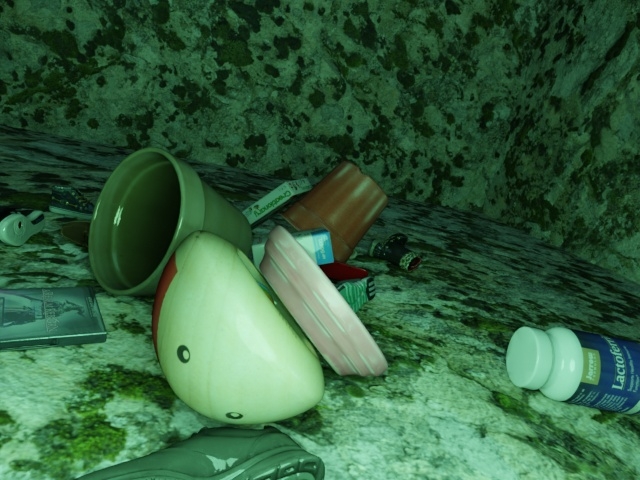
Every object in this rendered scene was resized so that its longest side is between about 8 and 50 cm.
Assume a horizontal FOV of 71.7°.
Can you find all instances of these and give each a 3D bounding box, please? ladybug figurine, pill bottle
[{"bbox_3d":[-0.136,0.134,0.683,0.305,0.162,0.449,53,-6,-7],"label":"ladybug figurine"},{"bbox_3d":[0.542,0.265,0.921,0.265,0.153,0.153,11,15,-3],"label":"pill bottle"}]

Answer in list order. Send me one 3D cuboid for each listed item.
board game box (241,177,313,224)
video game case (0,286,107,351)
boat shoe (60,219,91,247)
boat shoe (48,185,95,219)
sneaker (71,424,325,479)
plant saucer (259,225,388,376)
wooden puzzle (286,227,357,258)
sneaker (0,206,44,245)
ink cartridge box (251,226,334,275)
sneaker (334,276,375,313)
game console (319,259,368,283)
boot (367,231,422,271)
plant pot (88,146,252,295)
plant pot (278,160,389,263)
[{"bbox_3d":[-0.184,-0.102,1.471,0.053,0.306,0.193,58,21,-1],"label":"board game box"},{"bbox_3d":[-0.538,0.134,0.772,0.275,0.026,0.196,1,19,-35],"label":"video game case"},{"bbox_3d":[-0.596,-0.009,1.161,0.178,0.064,0.060,15,13,-2],"label":"boat shoe"},{"bbox_3d":[-0.752,-0.118,1.390,0.184,0.083,0.065,10,16,-10],"label":"boat shoe"},{"bbox_3d":[-0.141,0.270,0.492,0.287,0.108,0.130,11,4,-34],"label":"sneaker"},{"bbox_3d":[-0.009,0.125,0.828,0.332,0.084,0.332,51,-7,9],"label":"plant saucer"},{"bbox_3d":[0.000,0.000,1.645,0.239,0.044,0.221,9,16,-14],"label":"wooden puzzle"},{"bbox_3d":[-0.792,-0.037,1.102,0.122,0.079,0.217,6,8,-13],"label":"sneaker"},{"bbox_3d":[-0.078,0.026,1.186,0.204,0.085,0.148,-10,8,-6],"label":"ink cartridge box"},{"bbox_3d":[0.059,0.145,1.156,0.098,0.083,0.224,-3,1,31],"label":"sneaker"},{"bbox_3d":[0.075,0.089,1.304,0.144,0.085,0.124,17,17,13],"label":"game console"},{"bbox_3d":[0.309,0.044,1.663,0.179,0.085,0.237,26,27,35],"label":"boot"},{"bbox_3d":[-0.322,-0.020,1.042,0.323,0.322,0.281,24,3,35],"label":"plant pot"},{"bbox_3d":[0.056,-0.092,1.405,0.272,0.265,0.272,42,-1,1],"label":"plant pot"}]
